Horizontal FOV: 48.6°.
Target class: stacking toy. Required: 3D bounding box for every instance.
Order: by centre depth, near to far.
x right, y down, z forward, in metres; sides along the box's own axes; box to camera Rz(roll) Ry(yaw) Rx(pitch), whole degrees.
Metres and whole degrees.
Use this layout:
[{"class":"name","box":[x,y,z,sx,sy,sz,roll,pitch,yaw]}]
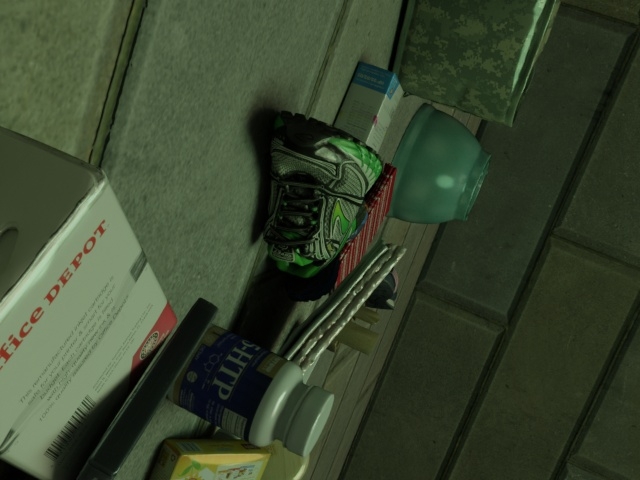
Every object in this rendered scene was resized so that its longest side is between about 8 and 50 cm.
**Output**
[{"class":"stacking toy","box":[-0.105,0.447,1.376,0.141,0.141,0.330,-59,171,-29]}]

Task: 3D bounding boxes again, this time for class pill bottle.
[{"class":"pill bottle","box":[-0.084,0.189,0.879,0.112,0.186,0.112,-60,165,-28]}]

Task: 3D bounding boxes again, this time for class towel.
[{"class":"towel","box":[-0.013,0.152,1.121,0.332,0.053,0.317,-48,175,-16]},{"class":"towel","box":[0.089,-0.016,1.527,0.275,0.031,0.199,-59,166,-24]}]

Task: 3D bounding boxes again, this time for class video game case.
[{"class":"video game case","box":[-0.186,0.196,0.616,0.274,0.026,0.196,-54,-174,32]}]

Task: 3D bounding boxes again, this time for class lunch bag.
[{"class":"lunch bag","box":[0.263,-0.356,1.204,0.169,0.235,0.287,-50,159,-57]}]

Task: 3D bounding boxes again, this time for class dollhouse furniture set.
[{"class":"dollhouse furniture set","box":[0.088,0.220,1.700,0.144,0.123,0.151,-59,164,-29]}]

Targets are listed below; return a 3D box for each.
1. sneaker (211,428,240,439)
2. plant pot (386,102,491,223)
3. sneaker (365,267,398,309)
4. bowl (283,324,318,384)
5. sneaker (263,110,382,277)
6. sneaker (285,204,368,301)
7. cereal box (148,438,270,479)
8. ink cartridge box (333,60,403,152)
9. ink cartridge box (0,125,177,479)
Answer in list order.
[{"class":"sneaker","box":[-0.182,0.417,1.119,0.115,0.105,0.281,-21,127,-51]},{"class":"plant pot","box":[0.294,-0.161,1.717,0.293,0.196,0.293,-60,165,-28]},{"class":"sneaker","box":[0.140,0.087,1.779,0.319,0.112,0.131,71,27,-74]},{"class":"bowl","box":[-0.045,0.232,1.371,0.142,0.053,0.142,-61,164,-23]},{"class":"sneaker","box":[-0.007,-0.042,0.912,0.146,0.134,0.343,-61,166,-19]},{"class":"sneaker","box":[0.000,0.000,1.157,0.221,0.083,0.087,-64,150,-23]},{"class":"cereal box","box":[-0.183,0.394,0.988,0.173,0.047,0.240,19,96,-48]},{"class":"ink cartridge box","box":[0.063,-0.174,1.110,0.181,0.061,0.104,-68,166,2]},{"class":"ink cartridge box","box":[-0.191,0.056,0.468,0.158,0.092,0.218,-60,166,-26]}]
